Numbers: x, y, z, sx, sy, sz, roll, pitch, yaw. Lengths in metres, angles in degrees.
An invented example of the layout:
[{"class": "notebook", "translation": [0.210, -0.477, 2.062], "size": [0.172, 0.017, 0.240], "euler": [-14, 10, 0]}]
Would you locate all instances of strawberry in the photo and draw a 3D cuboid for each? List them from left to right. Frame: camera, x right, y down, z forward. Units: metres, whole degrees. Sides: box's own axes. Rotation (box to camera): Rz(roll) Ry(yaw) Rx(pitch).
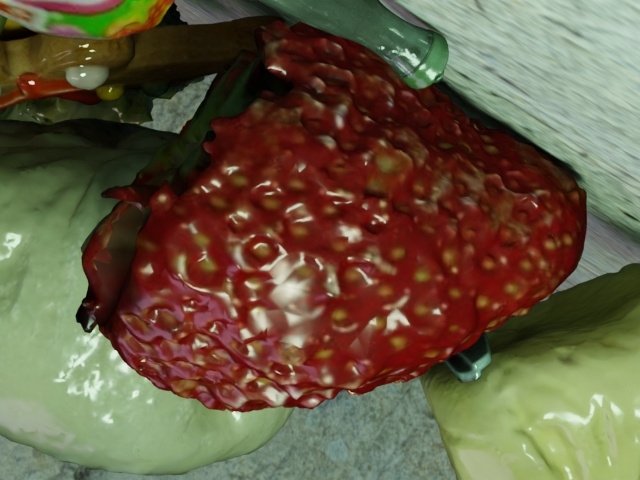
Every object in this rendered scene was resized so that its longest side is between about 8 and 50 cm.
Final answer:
[{"class": "strawberry", "translation": [0.002, -0.002, 0.971], "size": [0.258, 0.261, 0.261], "euler": [38, 180, -14]}]

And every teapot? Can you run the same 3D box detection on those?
[{"class": "teapot", "translation": [0.014, -0.113, 0.784], "size": [0.111, 0.042, 0.043], "euler": [31, -178, -24]}]

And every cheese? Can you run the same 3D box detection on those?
[{"class": "cheese", "translation": [0.172, 0.090, 1.036], "size": [0.226, 0.214, 0.117], "euler": [-74, -39, -74]}]

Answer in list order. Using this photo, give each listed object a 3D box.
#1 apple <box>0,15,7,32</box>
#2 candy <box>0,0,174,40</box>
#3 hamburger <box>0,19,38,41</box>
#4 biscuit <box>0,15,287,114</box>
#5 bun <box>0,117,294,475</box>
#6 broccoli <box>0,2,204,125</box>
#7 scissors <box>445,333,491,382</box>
[{"class": "apple", "translation": [-0.349, -0.176, 0.894], "size": [0.357, 0.357, 0.357], "euler": [34, 180, 0]}, {"class": "candy", "translation": [-0.096, -0.164, 0.775], "size": [0.124, 0.124, 0.365], "euler": [34, -171, -3]}, {"class": "hamburger", "translation": [-0.283, -0.209, 1.197], "size": [0.244, 0.244, 0.163], "euler": [-142, 36, -82]}, {"class": "biscuit", "translation": [-0.194, -0.124, 1.184], "size": [0.324, 0.049, 0.205], "euler": [-7, 179, -43]}, {"class": "bun", "translation": [-0.164, 0.015, 1.210], "size": [0.360, 0.211, 0.359], "euler": [18, -163, -6]}, {"class": "broccoli", "translation": [-0.276, -0.168, 1.528], "size": [0.348, 0.281, 0.293], "euler": [36, 169, 31]}, {"class": "scissors", "translation": [0.084, 0.036, 1.141], "size": [0.447, 0.193, 0.029], "euler": [-99, -16, -80]}]
